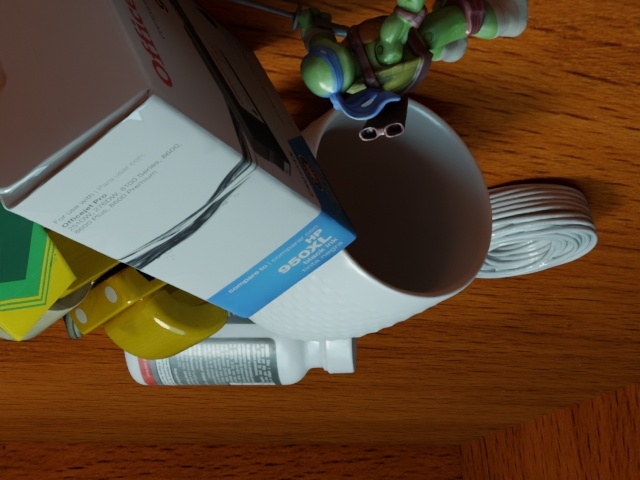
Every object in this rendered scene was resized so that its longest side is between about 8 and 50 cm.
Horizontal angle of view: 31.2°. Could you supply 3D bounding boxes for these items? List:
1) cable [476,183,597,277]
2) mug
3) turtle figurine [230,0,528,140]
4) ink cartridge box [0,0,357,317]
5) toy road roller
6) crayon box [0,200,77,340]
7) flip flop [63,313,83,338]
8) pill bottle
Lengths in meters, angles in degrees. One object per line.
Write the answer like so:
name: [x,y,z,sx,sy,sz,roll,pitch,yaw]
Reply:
cable: [0.317,-0.011,1.866,0.257,0.089,0.257,-24,155,36]
mug: [-0.018,-0.032,1.510,0.374,0.276,0.328,36,145,-16]
turtle figurine: [0.063,-0.249,1.142,0.266,0.275,0.198,-15,146,-42]
ink cartridge box: [-0.163,-0.120,1.105,0.166,0.285,0.395,-36,152,13]
toy road roller: [-0.276,0.069,1.566,0.329,0.241,0.202,-32,180,-42]
crayon box: [-0.436,-0.079,1.131,0.363,0.106,0.313,36,165,13]
flip flop: [-0.393,0.077,1.878,0.080,0.112,0.277,-16,157,-18]
pill bottle: [-0.125,0.132,1.876,0.362,0.210,0.210,0,160,4]
